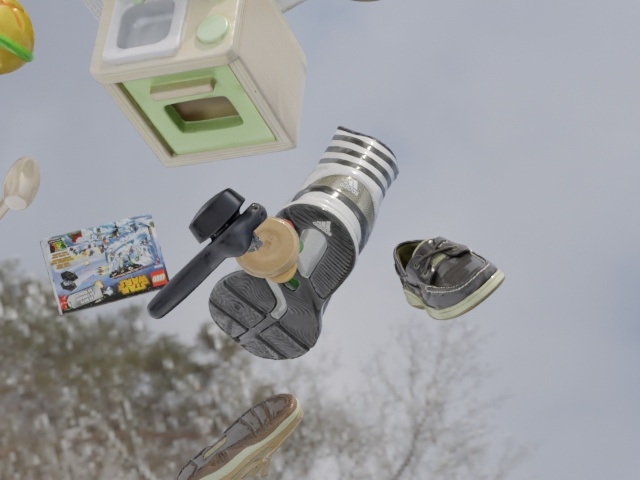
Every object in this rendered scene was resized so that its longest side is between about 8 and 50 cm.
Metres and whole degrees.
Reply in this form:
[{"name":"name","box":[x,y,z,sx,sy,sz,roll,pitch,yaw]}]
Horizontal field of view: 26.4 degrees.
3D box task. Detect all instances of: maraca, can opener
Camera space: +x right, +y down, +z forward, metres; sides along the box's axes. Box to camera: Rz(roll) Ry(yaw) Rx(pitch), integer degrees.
[{"name":"maraca","box":[-0.394,-0.247,1.585,0.099,0.127,0.185,-56,-152,-1]},{"name":"can opener","box":[-0.126,0.020,1.495,0.073,0.059,0.186,46,-61,8]}]

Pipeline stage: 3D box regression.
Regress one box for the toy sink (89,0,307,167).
[{"name":"toy sink","box":[-0.127,-0.189,1.334,0.234,0.152,0.131,58,31,-51]}]

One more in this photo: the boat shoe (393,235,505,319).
[{"name":"boat shoe","box":[0.127,0.034,1.481,0.073,0.080,0.223,54,-10,-9]}]

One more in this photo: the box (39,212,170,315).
[{"name":"box","box":[-0.257,0.028,1.634,0.027,0.137,0.094,153,-78,-70]}]

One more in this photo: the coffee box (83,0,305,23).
[{"name":"coffee box","box":[-0.185,-0.495,1.910,0.338,0.334,0.338,52,21,-31]}]

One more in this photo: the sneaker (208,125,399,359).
[{"name":"sneaker","box":[0.001,0.000,2.003,0.169,0.257,0.447,38,-35,-1]}]

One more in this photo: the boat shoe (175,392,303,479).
[{"name":"boat shoe","box":[-0.085,0.257,1.640,0.190,0.072,0.068,-38,-156,19]}]

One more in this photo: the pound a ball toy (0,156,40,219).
[{"name":"pound a ball toy","box":[-0.540,-0.005,1.825,0.319,0.208,0.136,-48,-153,30]}]

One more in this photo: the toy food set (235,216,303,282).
[{"name":"toy food set","box":[-0.063,0.008,1.643,0.020,0.083,0.083,84,20,-66]}]
